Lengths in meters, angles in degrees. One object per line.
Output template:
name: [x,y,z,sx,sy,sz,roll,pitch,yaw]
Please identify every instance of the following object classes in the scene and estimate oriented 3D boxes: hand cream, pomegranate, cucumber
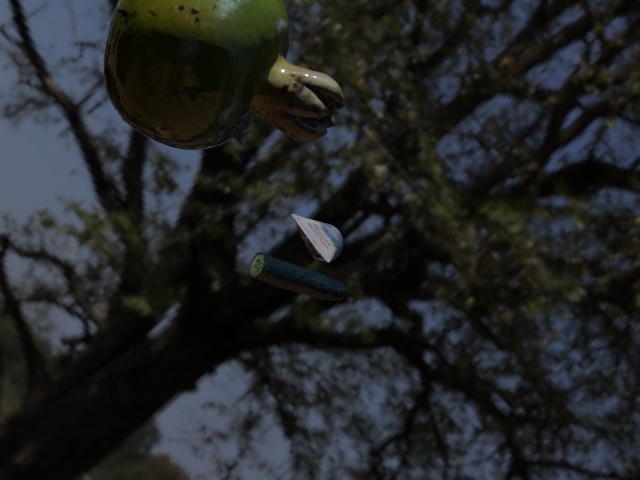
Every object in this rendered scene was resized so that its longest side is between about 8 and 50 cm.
hand cream: [0.000,0.000,1.834,0.084,0.053,0.142,52,4,10]
pomegranate: [-0.085,-0.168,1.148,0.179,0.210,0.179,179,-90,-89]
cucumber: [-0.020,0.047,1.514,0.133,0.032,0.032,20,3,-33]
